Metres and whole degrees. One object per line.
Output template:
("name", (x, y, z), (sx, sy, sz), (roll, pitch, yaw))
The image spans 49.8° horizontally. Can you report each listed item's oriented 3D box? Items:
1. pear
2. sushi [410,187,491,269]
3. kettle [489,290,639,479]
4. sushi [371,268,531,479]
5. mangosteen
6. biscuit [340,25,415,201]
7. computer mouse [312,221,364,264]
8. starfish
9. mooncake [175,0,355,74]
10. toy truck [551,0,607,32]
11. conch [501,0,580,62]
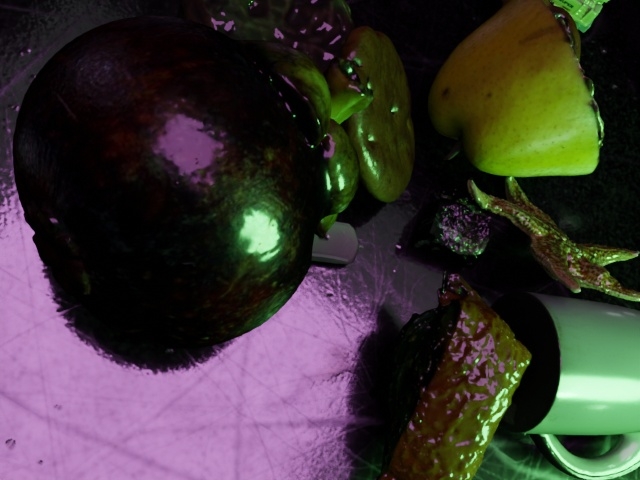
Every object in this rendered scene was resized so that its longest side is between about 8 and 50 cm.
("pear", (0.228, -0.182, 0.887), (0.178, 0.267, 0.266), (-17, 79, 5))
("sushi", (0.175, -0.018, 0.882), (0.083, 0.056, 0.084), (28, 69, -8))
("kettle", (0.325, 0.178, 0.828), (0.237, 0.161, 0.221), (7, 91, -20))
("sushi", (0.128, 0.183, 0.771), (0.140, 0.149, 0.287), (26, 95, 9))
("mangosteen", (-0.126, -0.058, 0.668), (0.330, 0.330, 0.329), (5, 73, -16))
("biscuit", (0.074, -0.150, 0.828), (0.036, 0.212, 0.212), (-6, 71, 26))
("computer mouse", (0.000, 0.000, 0.835), (0.110, 0.032, 0.055), (12, 73, -23))
("starfish", (0.297, 0.002, 0.857), (0.277, 0.062, 0.235), (24, 26, -22))
("mooncake", (-0.063, -0.249, 0.838), (0.228, 0.124, 0.228), (5, 72, -17))
("toy truck", (0.348, -0.383, 1.019), (0.169, 0.100, 0.077), (35, 66, -6))
("conch", (0.326, -0.297, 0.999), (0.233, 0.086, 0.080), (43, 45, -8))
